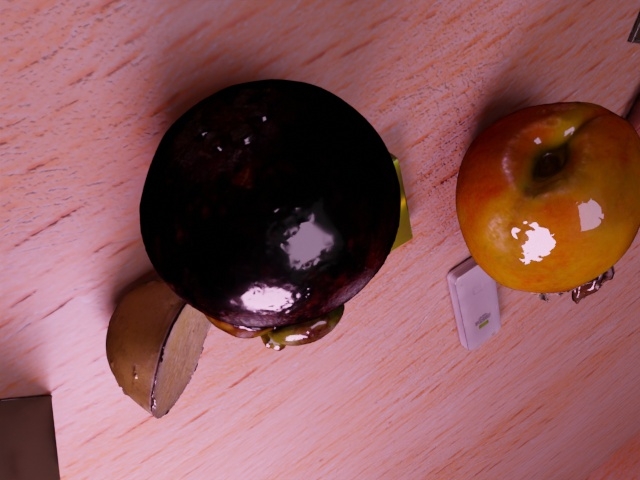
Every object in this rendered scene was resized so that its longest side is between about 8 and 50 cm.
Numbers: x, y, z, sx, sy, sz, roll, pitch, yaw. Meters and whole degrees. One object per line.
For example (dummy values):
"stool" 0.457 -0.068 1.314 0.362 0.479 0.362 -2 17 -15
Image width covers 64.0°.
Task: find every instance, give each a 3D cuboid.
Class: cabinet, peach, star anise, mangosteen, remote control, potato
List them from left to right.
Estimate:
"cabinet" -0.419 0.328 0.649 0.150 0.206 0.145 2 117 -32
"potato" -0.228 0.125 0.701 0.117 0.182 0.202 18 106 8
"mangosteen" -0.040 -0.030 0.597 0.313 0.297 0.297 36 97 -35
"remote control" 0.336 0.137 1.105 0.103 0.034 0.250 -32 130 -10
"peach" 0.375 -0.062 0.845 0.308 0.308 0.332 -43 141 -1
"star anise" 0.642 0.021 1.174 0.288 0.088 0.288 -30 136 -34

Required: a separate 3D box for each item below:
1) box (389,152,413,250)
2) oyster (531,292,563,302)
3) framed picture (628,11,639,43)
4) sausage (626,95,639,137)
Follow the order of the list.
"box" 0.000 0.000 0.809 0.311 0.043 0.173 -30 130 -13
"oyster" 0.507 0.079 1.160 0.209 0.072 0.132 -22 124 -43
"framed picture" 0.632 -0.438 0.942 0.109 0.011 0.149 -5 121 -28
"sausage" 0.705 -0.327 1.011 0.088 0.088 0.432 9 113 -35
